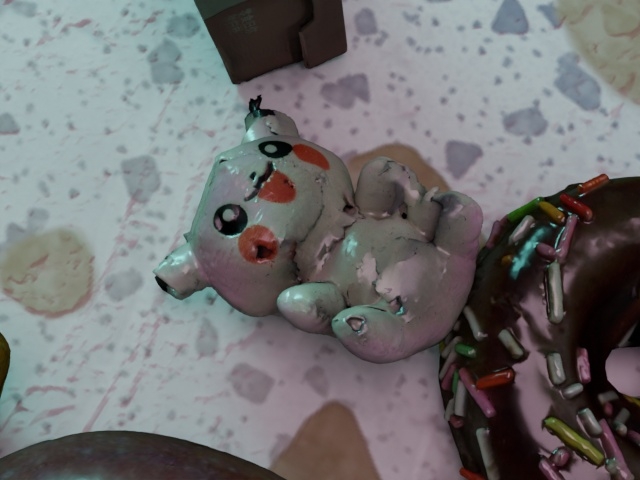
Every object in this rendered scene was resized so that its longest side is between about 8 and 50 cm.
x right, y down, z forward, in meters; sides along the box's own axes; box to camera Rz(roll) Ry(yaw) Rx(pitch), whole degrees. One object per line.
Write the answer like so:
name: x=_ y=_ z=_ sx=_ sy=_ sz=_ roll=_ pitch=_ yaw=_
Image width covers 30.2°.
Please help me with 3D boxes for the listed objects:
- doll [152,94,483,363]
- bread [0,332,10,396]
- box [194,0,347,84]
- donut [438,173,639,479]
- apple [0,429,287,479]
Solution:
doll: x=0.000 y=0.000 z=0.720 sx=0.192 sy=0.095 sz=0.149 roll=27 pitch=68 yaw=16
bread: x=-0.293 y=0.149 z=0.632 sx=0.167 sy=0.132 sz=0.294 roll=23 pitch=72 yaw=0
box: x=-0.064 y=-0.227 z=0.724 sx=0.086 sy=0.215 sz=0.215 roll=-22 pitch=78 yaw=-1
donut: x=0.203 y=0.078 z=0.719 sx=0.269 sy=0.103 sz=0.270 roll=1 pitch=75 yaw=-5
apple: x=-0.094 y=0.247 z=0.571 sx=0.305 sy=0.235 sz=0.306 roll=3 pitch=72 yaw=-8
